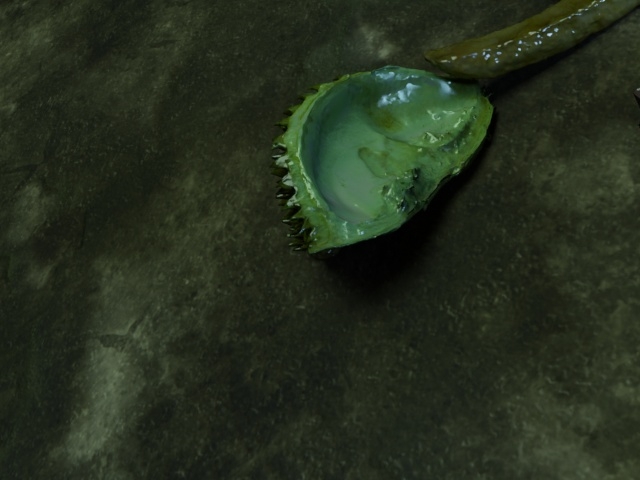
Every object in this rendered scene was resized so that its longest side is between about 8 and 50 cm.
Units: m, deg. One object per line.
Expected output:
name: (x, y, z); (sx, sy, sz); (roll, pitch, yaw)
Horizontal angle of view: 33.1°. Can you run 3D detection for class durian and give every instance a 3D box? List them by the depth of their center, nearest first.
durian: (0.073, -0.124, 1.352); (0.394, 0.163, 0.198); (-36, 30, -32)

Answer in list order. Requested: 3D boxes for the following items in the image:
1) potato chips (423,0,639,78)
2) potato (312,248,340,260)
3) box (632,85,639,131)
potato chips: (0.332, -0.303, 1.398); (0.407, 0.080, 0.057); (-29, 27, 2)
potato: (0.000, 0.000, 1.396); (0.045, 0.046, 0.092); (-66, 28, 8)
box: (0.470, -0.140, 1.126); (0.215, 0.086, 0.215); (-35, 39, 5)
